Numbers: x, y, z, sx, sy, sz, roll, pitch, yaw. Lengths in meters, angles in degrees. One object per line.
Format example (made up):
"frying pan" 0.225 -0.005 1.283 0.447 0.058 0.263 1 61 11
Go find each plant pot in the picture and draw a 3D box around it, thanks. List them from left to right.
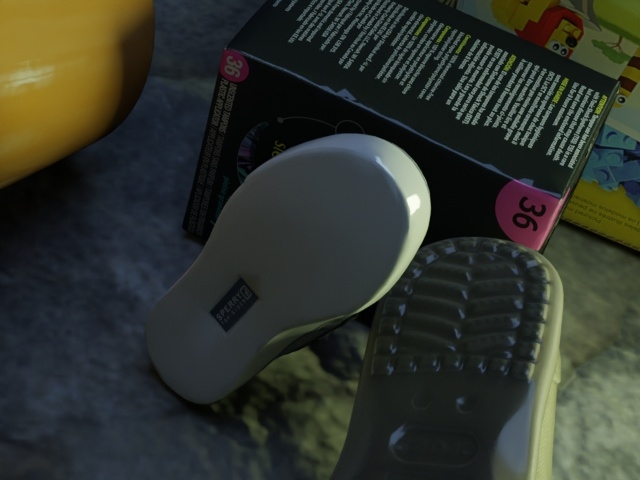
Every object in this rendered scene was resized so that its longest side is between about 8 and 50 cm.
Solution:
"plant pot" -0.182 -0.092 0.678 0.205 0.205 0.188 44 35 25

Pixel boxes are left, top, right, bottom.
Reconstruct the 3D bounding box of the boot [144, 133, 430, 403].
"boot" 0.000 0.000 0.637 0.086 0.190 0.069 -33 88 -40

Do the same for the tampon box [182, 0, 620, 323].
"tampon box" 0.036 -0.038 0.727 0.161 0.120 0.101 26 44 9

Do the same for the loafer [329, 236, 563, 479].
"loafer" 0.044 0.125 0.593 0.102 0.092 0.268 7 56 25

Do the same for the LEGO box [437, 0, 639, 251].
"LEGO box" 0.305 -0.143 0.733 0.500 0.372 0.193 22 45 6
